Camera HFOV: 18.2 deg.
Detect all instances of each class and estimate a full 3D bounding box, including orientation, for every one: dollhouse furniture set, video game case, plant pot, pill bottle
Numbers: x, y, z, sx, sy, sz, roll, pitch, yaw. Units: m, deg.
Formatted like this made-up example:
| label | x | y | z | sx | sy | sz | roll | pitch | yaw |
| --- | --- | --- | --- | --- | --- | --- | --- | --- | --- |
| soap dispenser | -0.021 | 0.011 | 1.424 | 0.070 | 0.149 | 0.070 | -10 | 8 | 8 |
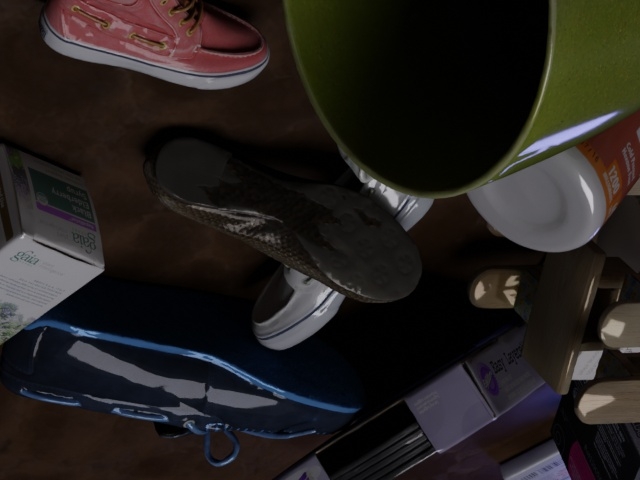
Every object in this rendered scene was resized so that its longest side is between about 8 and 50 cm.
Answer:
| label | x | y | z | sx | sy | sz | roll | pitch | yaw |
| --- | --- | --- | --- | --- | --- | --- | --- | --- | --- |
| dollhouse furniture set | 0.199 | 0.010 | 1.697 | 0.161 | 0.212 | 0.242 | 0 | 117 | -25 |
| video game case | 0.329 | 0.244 | 2.254 | 0.201 | 0.023 | 0.183 | -31 | 144 | 19 |
| plant pot | 0.169 | -0.188 | 1.376 | 0.293 | 0.275 | 0.275 | -13 | 150 | -36 |
| pill bottle | 0.208 | -0.099 | 1.527 | 0.216 | 0.121 | 0.121 | -48 | 164 | -35 |

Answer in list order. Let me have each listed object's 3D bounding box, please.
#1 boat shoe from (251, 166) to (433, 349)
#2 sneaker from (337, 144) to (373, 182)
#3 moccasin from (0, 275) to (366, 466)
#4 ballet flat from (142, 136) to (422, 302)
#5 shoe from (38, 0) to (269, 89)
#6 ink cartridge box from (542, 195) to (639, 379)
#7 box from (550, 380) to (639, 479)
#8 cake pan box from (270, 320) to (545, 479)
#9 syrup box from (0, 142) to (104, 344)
| label | x | y | z | sx | sy | sz | roll | pitch | yaw |
| --- | --- | --- | --- | --- | --- | --- | --- | --- | --- |
| boat shoe | 0.000 | 0.000 | 1.719 | 0.076 | 0.083 | 0.226 | 27 | 116 | -33 |
| sneaker | 0.096 | -0.123 | 1.552 | 0.080 | 0.094 | 0.212 | 20 | 132 | -40 |
| moccasin | -0.126 | 0.115 | 1.785 | 0.342 | 0.137 | 0.117 | 19 | 120 | -24 |
| ballet flat | -0.032 | -0.016 | 1.633 | 0.250 | 0.084 | 0.058 | 22 | 161 | -17 |
| shoe | -0.107 | -0.162 | 1.433 | 0.178 | 0.063 | 0.081 | 8 | 145 | -25 |
| ink cartridge box | 0.371 | 0.030 | 1.872 | 0.283 | 0.117 | 0.207 | 1 | 142 | -25 |
| box | 0.352 | 0.224 | 2.014 | 0.142 | 0.247 | 0.163 | -6 | 136 | -17 |
| cake pan box | 0.097 | 0.171 | 1.899 | 0.246 | 0.070 | 0.267 | -36 | 174 | 23 |
| syrup box | -0.292 | 0.030 | 1.605 | 0.237 | 0.096 | 0.093 | -35 | 144 | 25 |
